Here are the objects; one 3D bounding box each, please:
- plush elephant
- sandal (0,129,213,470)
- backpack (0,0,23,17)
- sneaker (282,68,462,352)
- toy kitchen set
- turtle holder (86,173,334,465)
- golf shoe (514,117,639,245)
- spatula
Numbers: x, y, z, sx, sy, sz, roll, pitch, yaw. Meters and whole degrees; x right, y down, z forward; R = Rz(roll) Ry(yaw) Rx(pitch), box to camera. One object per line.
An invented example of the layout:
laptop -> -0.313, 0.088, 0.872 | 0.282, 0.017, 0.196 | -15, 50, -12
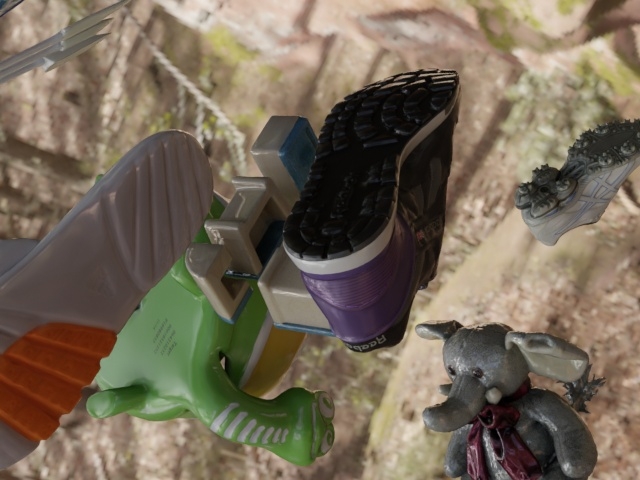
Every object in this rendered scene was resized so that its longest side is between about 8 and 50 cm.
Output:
plush elephant -> 0.243, 0.229, 1.693 | 0.272, 0.255, 0.330 | -11, 39, 54
sandal -> -0.167, 0.033, 0.756 | 0.076, 0.102, 0.265 | 12, 51, 42
backpack -> -0.465, -0.405, 1.582 | 0.355, 0.290, 0.273 | -31, 11, -9
sneaker -> 0.053, -0.028, 0.993 | 0.107, 0.124, 0.283 | -3, 37, 27
toy kitchen set -> 0.000, 0.000, 1.136 | 0.166, 0.122, 0.207 | 5, 51, 33
turtle holder -> -0.108, 0.072, 1.274 | 0.320, 0.227, 0.243 | 15, 94, 46
golf shoe -> 0.289, -0.062, 1.320 | 0.176, 0.086, 0.069 | -32, 41, -5
spatula -> -0.312, -0.179, 1.287 | 0.242, 0.019, 0.168 | -33, 9, -22
